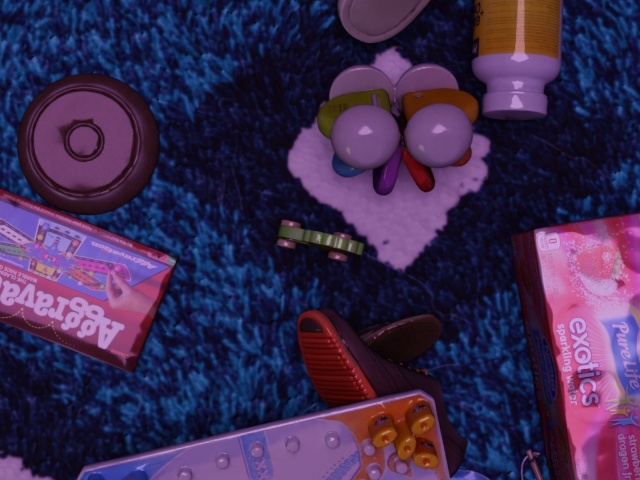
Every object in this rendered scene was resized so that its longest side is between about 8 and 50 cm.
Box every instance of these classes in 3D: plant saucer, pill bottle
[{"bbox_3d":[-0.273,-0.114,1.386,0.168,0.029,0.168,0,87,-2],"label":"plant saucer"},{"bbox_3d":[0.226,-0.235,1.361,0.103,0.103,0.184,3,87,-1],"label":"pill bottle"}]

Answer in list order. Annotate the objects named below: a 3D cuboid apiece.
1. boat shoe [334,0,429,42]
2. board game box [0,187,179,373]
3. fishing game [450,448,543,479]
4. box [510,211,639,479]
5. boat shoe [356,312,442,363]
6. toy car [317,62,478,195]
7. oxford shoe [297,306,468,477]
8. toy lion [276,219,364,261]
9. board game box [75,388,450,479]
[{"bbox_3d":[0.140,-0.375,1.336,0.127,0.113,0.340,28,114,-35],"label":"boat shoe"},{"bbox_3d":[-0.322,0.036,1.379,0.281,0.027,0.145,21,88,0],"label":"board game box"},{"bbox_3d":[0.154,0.359,1.366,0.264,0.041,0.189,-17,85,-1],"label":"fishing game"},{"bbox_3d":[0.320,0.125,1.327,0.154,0.142,0.300,-8,88,-2],"label":"box"},{"bbox_3d":[0.064,0.117,1.368,0.152,0.049,0.056,-22,120,-1],"label":"boat shoe"},{"bbox_3d":[0.087,-0.116,1.348,0.182,0.159,0.136,-2,124,-1],"label":"toy car"},{"bbox_3d":[0.071,0.167,1.330,0.098,0.097,0.271,-45,114,-27],"label":"oxford shoe"},{"bbox_3d":[0.000,0.000,1.350,0.100,0.096,0.034,14,87,0],"label":"toy lion"},{"bbox_3d":[-0.030,0.385,1.291,0.389,0.050,0.390,-13,107,-1],"label":"board game box"}]
